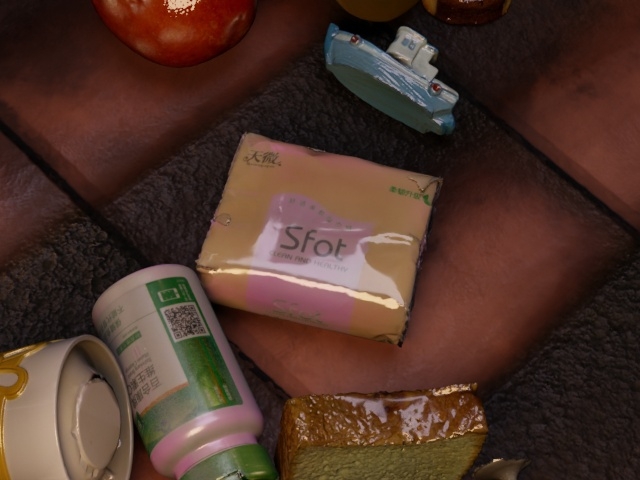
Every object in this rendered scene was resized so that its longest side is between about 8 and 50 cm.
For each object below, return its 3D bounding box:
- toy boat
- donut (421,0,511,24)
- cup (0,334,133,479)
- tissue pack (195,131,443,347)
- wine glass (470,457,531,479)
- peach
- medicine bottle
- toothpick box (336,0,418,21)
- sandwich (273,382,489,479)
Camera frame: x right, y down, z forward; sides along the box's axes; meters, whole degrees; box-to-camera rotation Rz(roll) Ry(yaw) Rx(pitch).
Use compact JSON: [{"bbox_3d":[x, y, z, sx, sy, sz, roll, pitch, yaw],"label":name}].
[{"bbox_3d":[0.100,-0.226,1.827,0.215,0.088,0.102,30,69,8],"label":"toy boat"},{"bbox_3d":[0.206,-0.367,1.951,0.141,0.059,0.140,3,62,-6],"label":"donut"},{"bbox_3d":[-0.317,0.186,1.457,0.226,0.185,0.241,-9,30,14],"label":"cup"},{"bbox_3d":[0.000,0.000,1.660,0.257,0.123,0.215,12,60,8],"label":"tissue pack"},{"bbox_3d":[0.241,0.364,1.504,0.074,0.074,0.262,-11,62,-14],"label":"wine glass"},{"bbox_3d":[-0.180,-0.342,1.784,0.243,0.243,0.199,39,20,16],"label":"peach"},{"bbox_3d":[-0.146,0.170,1.528,0.133,0.133,0.274,-20,63,-19],"label":"medicine bottle"},{"bbox_3d":[0.043,-0.552,1.836,0.409,0.409,0.425,-19,65,-18],"label":"toothpick box"},{"bbox_3d":[0.060,0.222,1.496,0.215,0.186,0.065,-2,57,-12],"label":"sandwich"}]
